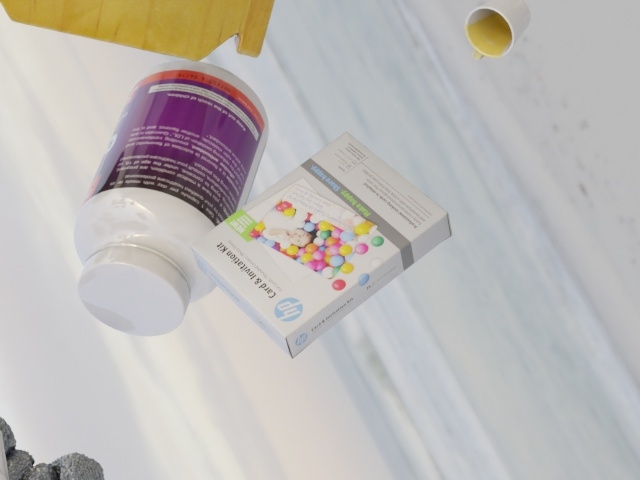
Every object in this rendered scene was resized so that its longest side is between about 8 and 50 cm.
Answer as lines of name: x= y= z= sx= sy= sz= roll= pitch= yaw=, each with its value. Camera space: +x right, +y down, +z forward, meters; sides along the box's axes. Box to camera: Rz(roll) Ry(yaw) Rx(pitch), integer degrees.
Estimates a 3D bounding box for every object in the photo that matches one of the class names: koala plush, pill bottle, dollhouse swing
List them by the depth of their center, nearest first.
dollhouse swing: x=-0.238 y=-0.407 z=1.710 sx=0.305 sy=0.346 sz=0.315 roll=-137 pitch=60 yaw=-62
pill bottle: x=-0.179 y=-0.050 z=1.758 sx=0.323 sy=0.181 sz=0.181 roll=-74 pitch=-31 yaw=-42
koala plush: x=-0.410 y=0.383 z=1.917 sx=0.196 sy=0.203 sz=0.221 roll=25 pitch=-141 yaw=-12

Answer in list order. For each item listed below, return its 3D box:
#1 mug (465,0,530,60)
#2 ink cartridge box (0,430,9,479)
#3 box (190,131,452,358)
mug: x=0.199 y=-0.246 z=1.689 sx=0.078 sy=0.064 sz=0.062 roll=-13 pitch=112 yaw=45
ink cartridge box: x=-0.423 y=0.278 z=1.428 sx=0.232 sy=0.171 sz=0.168 roll=-8 pitch=90 yaw=47
box: x=0.000 y=0.000 z=1.333 sx=0.145 sy=0.186 sz=0.038 roll=42 pitch=161 yaw=35
